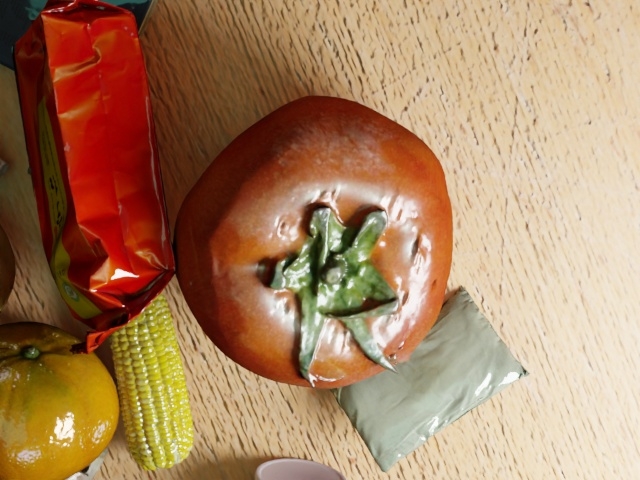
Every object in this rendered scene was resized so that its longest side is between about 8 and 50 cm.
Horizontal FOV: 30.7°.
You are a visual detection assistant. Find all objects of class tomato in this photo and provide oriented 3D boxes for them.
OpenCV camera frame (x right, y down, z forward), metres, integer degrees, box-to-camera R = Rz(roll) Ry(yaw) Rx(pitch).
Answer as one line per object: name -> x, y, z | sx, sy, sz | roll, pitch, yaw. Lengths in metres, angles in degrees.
tomato -> 0.000, 0.000, 1.397 | 0.341, 0.273, 0.342 | -2, 105, -6

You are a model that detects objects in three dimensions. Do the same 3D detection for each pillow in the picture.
pillow -> 0.133, 0.177, 1.496 | 0.229, 0.050, 0.148 | -36, 67, 8

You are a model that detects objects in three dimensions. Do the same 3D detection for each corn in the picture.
corn -> -0.225, 0.180, 1.540 | 0.093, 0.093, 0.244 | -7, 100, 8

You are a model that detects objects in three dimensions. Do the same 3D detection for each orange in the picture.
orange -> -0.375, 0.202, 1.487 | 0.240, 0.240, 0.171 | 11, 121, 5

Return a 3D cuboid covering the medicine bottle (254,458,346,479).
medicine bottle -> -0.040, 0.427, 1.545 | 0.133, 0.133, 0.250 | 8, 100, 5

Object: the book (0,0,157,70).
book -> -0.359, -0.305, 1.502 | 0.269, 0.025, 0.191 | 27, 103, 1

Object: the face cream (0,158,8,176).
face cream -> -0.515, -0.144, 1.524 | 0.229, 0.075, 0.075 | 31, 102, 0

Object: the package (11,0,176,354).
package -> -0.273, -0.080, 1.395 | 0.123, 0.196, 0.424 | -8, 87, -24

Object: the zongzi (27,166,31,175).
zongzi -> -0.306, -0.107, 1.525 | 0.119, 0.055, 0.109 | 28, 88, -20

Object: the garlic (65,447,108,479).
garlic -> -0.430, 0.301, 1.591 | 0.266, 0.148, 0.129 | 13, 138, 0

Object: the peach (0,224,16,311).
peach -> -0.482, 0.037, 1.503 | 0.184, 0.184, 0.184 | 1, 100, 6
